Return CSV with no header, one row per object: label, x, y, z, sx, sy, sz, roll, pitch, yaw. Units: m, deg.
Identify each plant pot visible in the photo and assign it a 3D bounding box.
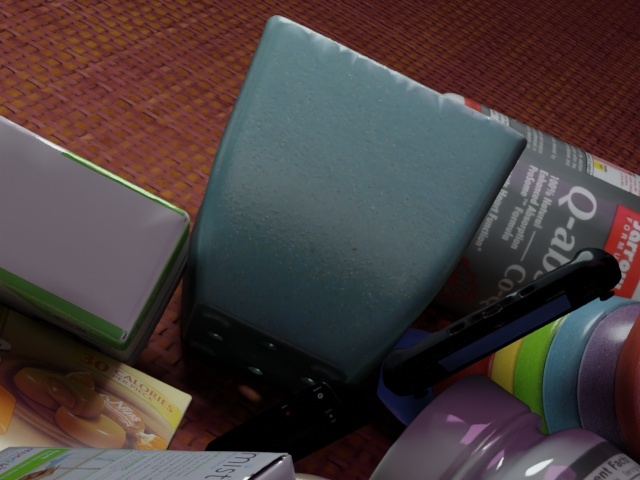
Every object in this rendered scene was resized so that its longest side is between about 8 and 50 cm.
plant pot,0.000,0.000,1.650,0.248,0.247,0.252,26,70,-1

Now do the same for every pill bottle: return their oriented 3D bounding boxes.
pill bottle,0.246,0.009,1.929,0.363,0.210,0.210,23,26,-6
pill bottle,0.211,0.274,1.418,0.361,0.204,0.204,37,28,22

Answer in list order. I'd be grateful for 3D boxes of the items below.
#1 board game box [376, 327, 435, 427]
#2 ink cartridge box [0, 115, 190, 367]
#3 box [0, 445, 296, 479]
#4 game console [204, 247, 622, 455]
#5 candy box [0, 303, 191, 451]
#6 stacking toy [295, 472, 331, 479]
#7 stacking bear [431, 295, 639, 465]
board game box,0.109,0.153,1.746,0.133,0.033,0.169,28,31,-8
ink cartridge box,-0.215,0.005,1.482,0.198,0.115,0.273,27,-10,0
box,-0.165,0.223,1.137,0.231,0.127,0.262,-2,13,27
game console,0.067,0.102,1.429,0.044,0.361,0.213,62,5,7
candy box,-0.271,0.121,1.391,0.316,0.087,0.183,25,26,-1
stacking toy,-0.029,0.306,1.236,0.141,0.141,0.330,22,31,-9
stacking bear,0.214,0.119,1.600,0.164,0.175,0.289,-38,23,-33
